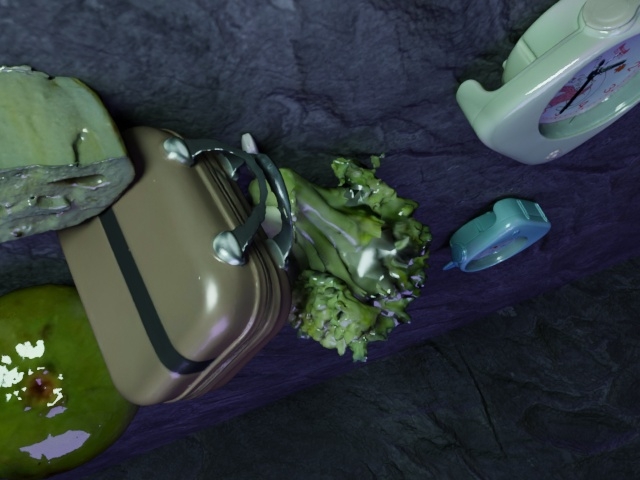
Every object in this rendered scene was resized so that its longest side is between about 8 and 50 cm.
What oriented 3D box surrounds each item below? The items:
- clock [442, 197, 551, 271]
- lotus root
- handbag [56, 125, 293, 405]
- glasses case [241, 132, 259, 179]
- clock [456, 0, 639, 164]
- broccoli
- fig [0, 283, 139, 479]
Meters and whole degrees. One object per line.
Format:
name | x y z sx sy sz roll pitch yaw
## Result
clock | 0.445 -0.003 1.322 0.224 0.094 0.274 5 146 -45
lotus root | -0.313 -0.079 0.486 0.235 0.119 0.138 -8 152 -32
handbag | -0.154 0.003 0.582 0.283 0.302 0.149 -39 156 20
glasses case | -0.095 -0.116 0.698 0.021 0.032 0.083 -16 156 -7
clock | 0.387 -0.253 0.736 0.265 0.108 0.324 8 141 -46
broccoli | -0.006 -0.008 0.769 0.293 0.348 0.281 -63 150 -16
fig | -0.438 0.220 0.816 0.316 0.316 0.316 -18 156 -9
